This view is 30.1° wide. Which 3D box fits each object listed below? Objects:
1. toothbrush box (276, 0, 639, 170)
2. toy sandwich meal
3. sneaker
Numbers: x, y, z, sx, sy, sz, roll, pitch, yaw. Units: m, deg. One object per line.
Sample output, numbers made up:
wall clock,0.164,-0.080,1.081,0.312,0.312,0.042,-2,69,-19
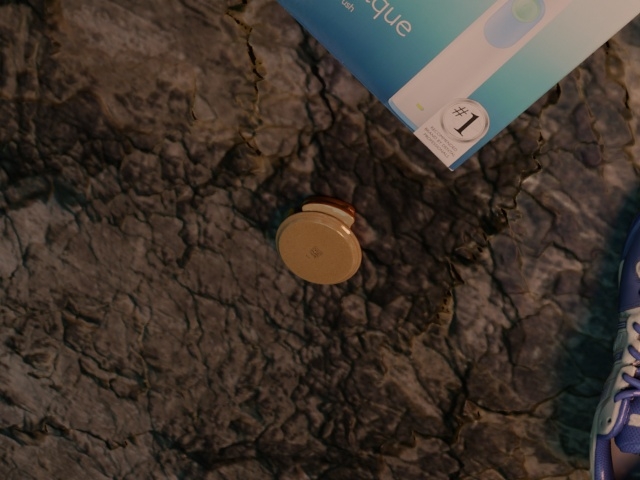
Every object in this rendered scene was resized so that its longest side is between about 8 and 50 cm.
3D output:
toothbrush box,0.124,-0.226,0.777,0.216,0.126,0.295,44,124,-8
toy sandwich meal,0.000,0.000,1.026,0.085,0.029,0.085,10,128,13
sneaker,0.274,0.104,0.927,0.112,0.131,0.296,10,122,17
